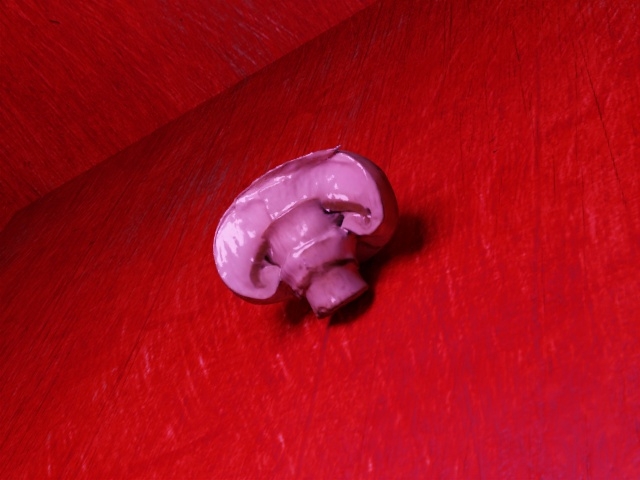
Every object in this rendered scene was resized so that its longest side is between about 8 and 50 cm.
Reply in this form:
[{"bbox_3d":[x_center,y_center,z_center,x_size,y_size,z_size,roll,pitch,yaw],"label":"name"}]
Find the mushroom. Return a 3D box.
[{"bbox_3d":[0.000,0.000,1.387,0.254,0.195,0.189,-34,-10,17],"label":"mushroom"}]
